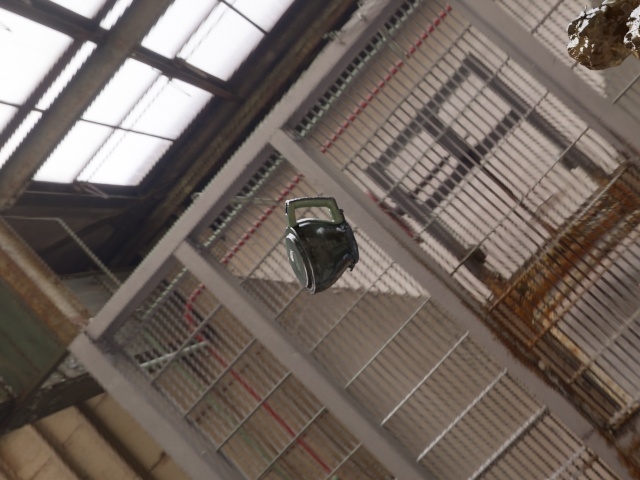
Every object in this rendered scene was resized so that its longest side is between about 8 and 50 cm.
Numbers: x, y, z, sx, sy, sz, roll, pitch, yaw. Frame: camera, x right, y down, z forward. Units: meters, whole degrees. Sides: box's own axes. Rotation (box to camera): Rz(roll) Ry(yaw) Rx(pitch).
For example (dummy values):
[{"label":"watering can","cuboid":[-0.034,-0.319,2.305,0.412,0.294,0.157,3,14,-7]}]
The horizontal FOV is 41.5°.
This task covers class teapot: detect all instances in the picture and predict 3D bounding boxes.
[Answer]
[{"label":"teapot","cuboid":[0.000,0.000,0.763,0.057,0.066,0.088,-20,-81,-17]}]

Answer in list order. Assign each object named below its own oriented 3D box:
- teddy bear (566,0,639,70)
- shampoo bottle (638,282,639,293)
[{"label":"teddy bear","cuboid":[0.311,-0.323,0.764,0.222,0.246,0.296,37,-90,-22]},{"label":"shampoo bottle","cuboid":[0.340,0.132,0.725,0.068,0.067,0.236,-25,-127,26]}]
